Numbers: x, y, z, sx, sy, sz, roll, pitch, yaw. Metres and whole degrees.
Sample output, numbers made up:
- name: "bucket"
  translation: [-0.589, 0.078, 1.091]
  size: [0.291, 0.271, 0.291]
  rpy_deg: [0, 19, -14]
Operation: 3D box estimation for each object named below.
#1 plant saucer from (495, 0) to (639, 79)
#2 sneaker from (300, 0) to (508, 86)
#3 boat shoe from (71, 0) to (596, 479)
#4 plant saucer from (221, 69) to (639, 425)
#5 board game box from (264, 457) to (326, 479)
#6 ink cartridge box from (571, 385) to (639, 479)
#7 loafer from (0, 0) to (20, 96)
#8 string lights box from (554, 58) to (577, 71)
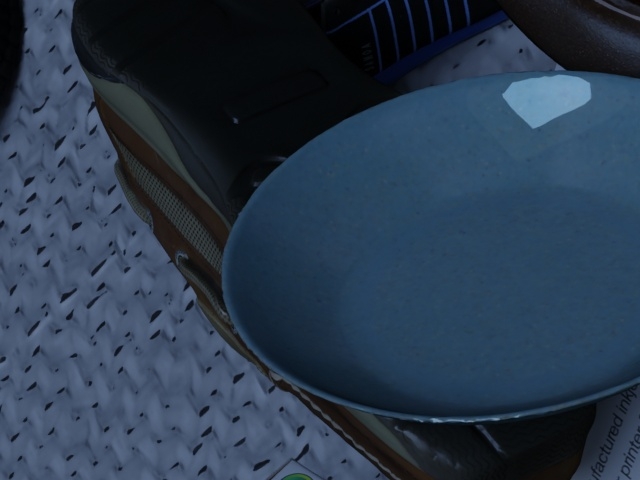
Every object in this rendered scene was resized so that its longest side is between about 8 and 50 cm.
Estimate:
- name: "plant saucer"
  translation: [0.160, -0.190, 0.618]
  size: [0.310, 0.050, 0.311]
  rpy_deg: [6, 101, 32]
- name: "sneaker"
  translation: [0.037, -0.133, 0.826]
  size: [0.232, 0.090, 0.081]
  rpy_deg: [-38, 67, 26]
- name: "boat shoe"
  translation: [0.000, 0.000, 0.730]
  size: [0.324, 0.122, 0.120]
  rpy_deg: [53, 153, 38]
- name: "plant saucer"
  translation: [0.063, 0.008, 0.595]
  size: [0.195, 0.195, 0.037]
  rpy_deg: [15, 134, 34]
- name: "board game box"
  translation: [0.094, 0.236, 0.719]
  size: [0.305, 0.053, 0.193]
  rpy_deg: [29, 146, 31]
- name: "ink cartridge box"
  translation: [0.187, 0.095, 0.695]
  size: [0.273, 0.115, 0.198]
  rpy_deg: [27, 101, 33]
- name: "loafer"
  translation: [-0.231, -0.165, 1.026]
  size: [0.078, 0.080, 0.220]
  rpy_deg: [-3, 80, 43]
- name: "string lights box"
  translation: [0.237, -0.091, 0.666]
  size: [0.259, 0.077, 0.133]
  rpy_deg: [20, 102, 28]
